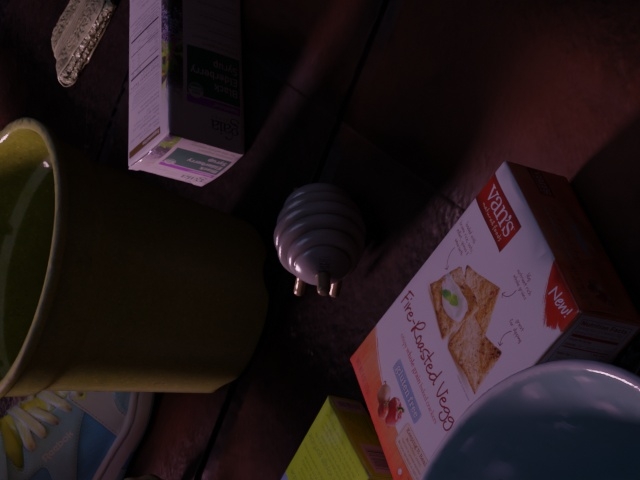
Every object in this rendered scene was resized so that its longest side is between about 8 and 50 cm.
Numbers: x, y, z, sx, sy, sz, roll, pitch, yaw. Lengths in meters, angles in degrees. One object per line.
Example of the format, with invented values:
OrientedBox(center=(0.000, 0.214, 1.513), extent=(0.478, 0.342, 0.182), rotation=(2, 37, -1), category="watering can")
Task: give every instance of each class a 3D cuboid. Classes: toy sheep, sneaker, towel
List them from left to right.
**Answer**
OrientedBox(center=(-0.306, 0.194, 1.713), extent=(0.127, 0.208, 0.319), rotation=(36, 109, 58), category="sneaker")
OrientedBox(center=(-0.309, -0.282, 2.074), extent=(0.148, 0.027, 0.110), rotation=(-55, 37, 31), category="towel")
OrientedBox(center=(0.000, 0.000, 1.418), extent=(0.091, 0.091, 0.132), rotation=(-52, 34, 34), category="toy sheep")

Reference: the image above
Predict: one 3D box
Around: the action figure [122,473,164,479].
OrientedBox(center=(-0.259, 0.377, 1.579), extent=(0.330, 0.178, 0.341), rotation=(-52, 48, 3), category="action figure")

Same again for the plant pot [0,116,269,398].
OrientedBox(center=(-0.198, 0.041, 1.556), extent=(0.276, 0.254, 0.276), rotation=(-27, 57, 52), category="plant pot")

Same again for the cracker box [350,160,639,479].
OrientedBox(center=(0.124, 0.077, 1.204), extent=(0.232, 0.067, 0.156), rotation=(-54, 38, 32), category="cracker box")

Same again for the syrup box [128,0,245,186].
OrientedBox(center=(-0.144, -0.186, 1.708), extent=(0.096, 0.093, 0.237), rotation=(-34, 51, 48), category="syrup box")

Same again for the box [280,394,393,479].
OrientedBox(center=(-0.001, 0.235, 1.367), extent=(0.178, 0.042, 0.109), rotation=(-62, 34, 23), category="box")

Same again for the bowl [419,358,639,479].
OrientedBox(center=(0.191, 0.235, 0.946), extent=(0.311, 0.163, 0.312), rotation=(-27, 57, 52), category="bowl")
